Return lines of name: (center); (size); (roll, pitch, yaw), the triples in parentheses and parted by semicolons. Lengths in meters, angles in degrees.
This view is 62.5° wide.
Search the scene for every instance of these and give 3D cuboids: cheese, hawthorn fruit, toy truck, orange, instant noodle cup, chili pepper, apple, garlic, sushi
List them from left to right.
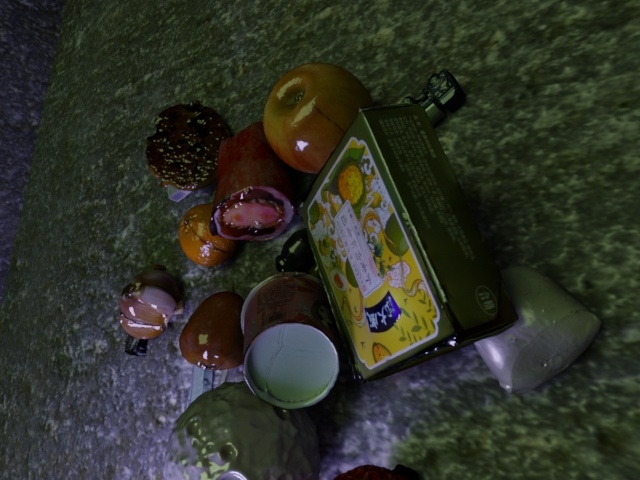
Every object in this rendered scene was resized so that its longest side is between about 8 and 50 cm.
sushi: (-0.616, 0.334, 1.758); (0.084, 0.056, 0.083); (10, 82, 41)
garlic: (-0.545, 0.197, 1.683); (0.214, 0.191, 0.160); (-44, 26, 35)
orange: (-0.335, -0.020, 1.565); (0.193, 0.161, 0.193); (-11, 73, 40)
hawthorn fruit: (-0.265, 0.225, 1.418); (0.199, 0.199, 0.251); (-13, 53, 38)
chili pepper: (-0.199, -0.175, 1.454); (0.251, 0.229, 0.305); (116, 147, -59)
instant noodle cup: (-0.060, 0.214, 1.133); (0.243, 0.243, 0.231); (-57, 11, 11)
apple: (-0.007, -0.306, 1.329); (0.286, 0.233, 0.286); (-15, 65, 36)
toy truck: (0.000, 0.000, 1.263); (0.147, 0.165, 0.224); (43, 103, 40)
toy truck: (0.235, -0.297, 1.223); (0.201, 0.074, 0.088); (-39, 58, 25)
cheese: (0.350, 0.143, 0.920); (0.198, 0.154, 0.189); (-48, 44, 20)

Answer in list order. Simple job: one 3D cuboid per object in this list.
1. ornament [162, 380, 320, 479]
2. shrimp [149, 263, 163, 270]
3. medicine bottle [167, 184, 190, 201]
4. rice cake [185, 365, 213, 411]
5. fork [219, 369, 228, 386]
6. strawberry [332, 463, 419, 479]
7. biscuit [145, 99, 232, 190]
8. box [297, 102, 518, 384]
ornament: (-0.158, 0.462, 1.135); (0.337, 0.337, 0.337); (-15, 66, 37)
shrimp: (-0.552, 0.122, 1.795); (0.162, 0.045, 0.095); (-19, 43, 41)
medicine bottle: (-0.478, -0.259, 1.845); (0.171, 0.052, 0.201); (-32, 57, 29)
rice cake: (-0.345, 0.400, 1.504); (0.081, 0.051, 0.290); (-11, 67, 29)
fork: (-0.276, 0.420, 1.451); (0.034, 0.028, 0.219); (-7, 71, 43)
strawberry: (0.076, 0.555, 0.915); (0.292, 0.310, 0.292); (-10, 74, 37)
biscuit: (-0.433, -0.307, 1.749); (0.289, 0.081, 0.334); (-23, 67, -1)
box: (0.124, 0.022, 0.984); (0.373, 0.138, 0.420); (-50, 57, 59)
